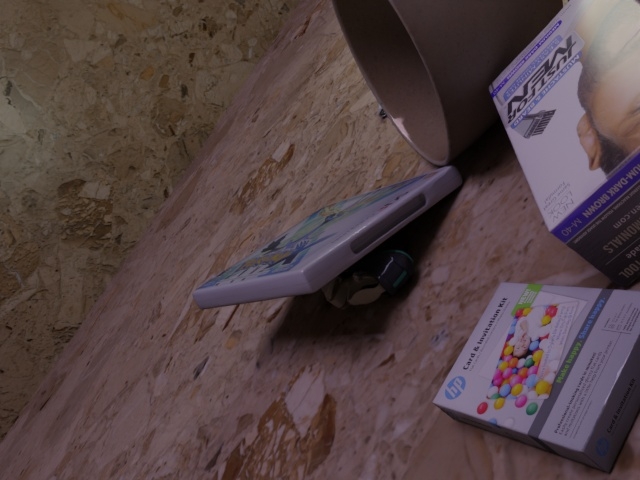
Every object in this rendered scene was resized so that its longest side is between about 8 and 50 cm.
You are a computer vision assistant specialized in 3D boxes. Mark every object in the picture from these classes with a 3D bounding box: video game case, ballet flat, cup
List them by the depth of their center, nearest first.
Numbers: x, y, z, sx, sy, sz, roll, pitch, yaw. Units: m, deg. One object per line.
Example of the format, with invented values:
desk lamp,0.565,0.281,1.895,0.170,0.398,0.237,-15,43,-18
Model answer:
ballet flat,0.043,0.056,0.986,0.203,0.074,0.074,-12,43,55
cup,0.190,-0.303,1.013,0.237,0.331,0.331,-29,22,-3
video game case,0.000,0.000,1.050,0.300,0.036,0.329,-34,10,-32

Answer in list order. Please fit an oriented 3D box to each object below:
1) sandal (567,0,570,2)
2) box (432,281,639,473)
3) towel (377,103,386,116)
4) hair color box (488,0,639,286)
sandal,0.403,-0.386,0.990,0.265,0.076,0.102,-50,21,2
box,0.198,0.107,0.636,0.145,0.038,0.186,-56,21,-15
towel,0.152,-0.312,1.439,0.113,0.023,0.152,-39,24,24
hair color box,0.291,-0.132,0.729,0.185,0.110,0.339,-48,21,27
